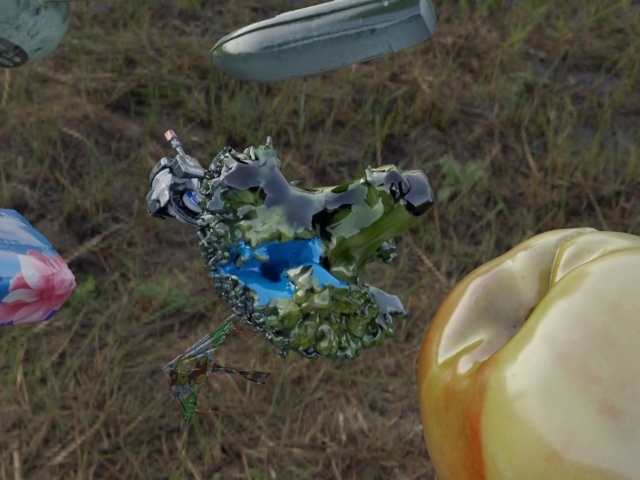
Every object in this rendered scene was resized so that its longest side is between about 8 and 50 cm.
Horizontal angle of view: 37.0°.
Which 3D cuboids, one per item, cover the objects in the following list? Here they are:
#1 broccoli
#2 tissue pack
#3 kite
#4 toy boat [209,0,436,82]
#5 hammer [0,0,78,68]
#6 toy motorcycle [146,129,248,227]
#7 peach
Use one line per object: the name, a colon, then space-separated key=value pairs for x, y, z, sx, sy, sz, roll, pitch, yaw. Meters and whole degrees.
broccoli: x=0.000 y=0.000 z=0.636 sx=0.167 sy=0.160 sz=0.154 roll=59 pitch=20 yaw=2
tissue pack: x=-0.541 y=0.032 z=1.466 sx=0.209 sy=0.137 sz=0.270 roll=42 pitch=19 yaw=24
kite: x=-0.143 y=0.184 z=1.379 sx=0.006 sy=0.198 sz=0.244 roll=31 pitch=9 yaw=33
toy boat: x=-0.004 y=-0.229 z=1.049 sx=0.261 sy=0.078 sz=0.085 roll=-11 pitch=63 yaw=21
hammer: x=-0.175 y=-0.212 z=0.751 sx=0.306 sy=0.202 sz=0.113 roll=-4 pitch=89 yaw=2
toy motorcycle: x=-0.143 y=-0.067 z=1.309 sx=0.221 sy=0.102 sz=0.150 roll=9 pitch=43 yaw=-49
peach: x=0.138 y=0.088 z=0.477 sx=0.184 sy=0.184 sz=0.184 roll=4 pitch=44 yaw=-4
